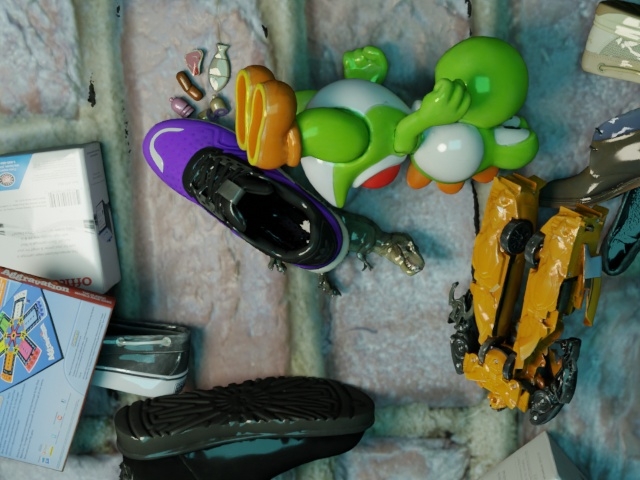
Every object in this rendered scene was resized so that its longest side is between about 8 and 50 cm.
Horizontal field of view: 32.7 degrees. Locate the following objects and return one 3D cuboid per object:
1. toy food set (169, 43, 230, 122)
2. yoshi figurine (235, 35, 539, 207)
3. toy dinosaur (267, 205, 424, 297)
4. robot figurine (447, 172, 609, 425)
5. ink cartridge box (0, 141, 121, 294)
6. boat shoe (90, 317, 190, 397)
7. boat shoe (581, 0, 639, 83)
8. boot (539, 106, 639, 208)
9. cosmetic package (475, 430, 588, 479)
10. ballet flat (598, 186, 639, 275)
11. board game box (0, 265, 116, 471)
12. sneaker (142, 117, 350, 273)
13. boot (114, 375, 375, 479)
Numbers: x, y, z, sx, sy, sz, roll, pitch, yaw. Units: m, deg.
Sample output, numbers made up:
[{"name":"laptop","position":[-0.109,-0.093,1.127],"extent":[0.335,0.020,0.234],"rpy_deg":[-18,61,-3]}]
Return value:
[{"name":"toy food set","position":[-0.156,-0.190,1.395],"extent":[0.078,0.019,0.122],"rpy_deg":[3,101,6]},{"name":"yoshi figurine","position":[0.092,-0.167,1.276],"extent":[0.362,0.203,0.203],"rpy_deg":[1,67,-16]},{"name":"toy dinosaur","position":[0.000,0.000,1.397],"extent":[0.268,0.064,0.118],"rpy_deg":[27,101,7]},{"name":"robot figurine","position":[0.252,0.078,1.324],"extent":[0.085,0.211,0.291],"rpy_deg":[-11,120,-35]},{"name":"ink cartridge box","position":[-0.349,-0.024,1.419],"extent":[0.140,0.082,0.190],"rpy_deg":[-6,102,8]},{"name":"boat shoe","position":[-0.323,0.126,1.428],"extent":[0.306,0.113,0.105],"rpy_deg":[12,106,4]},{"name":"boat shoe","position":[0.449,-0.188,1.258],"extent":[0.302,0.109,0.098],"rpy_deg":[25,116,23]},{"name":"boot","position":[0.345,-0.101,1.297],"extent":[0.219,0.082,0.106],"rpy_deg":[-11,97,40]},{"name":"cosmetic package","position":[0.211,0.455,1.408],"extent":[0.385,0.156,0.217],"rpy_deg":[-41,96,11]},{"name":"ballet flat","position":[0.394,-0.034,1.344],"extent":[0.057,0.049,0.173],"rpy_deg":[20,103,3]},{"name":"board game box","position":[-0.362,0.168,1.373],"extent":[0.145,0.027,0.281],"rpy_deg":[16,120,-11]},{"name":"sneaker","position":[-0.099,-0.064,1.313],"extent":[0.293,0.146,0.102],"rpy_deg":[32,97,10]},{"name":"boot","position":[-0.097,0.323,1.429],"extent":[0.348,0.131,0.260],"rpy_deg":[-5,110,-6]}]
